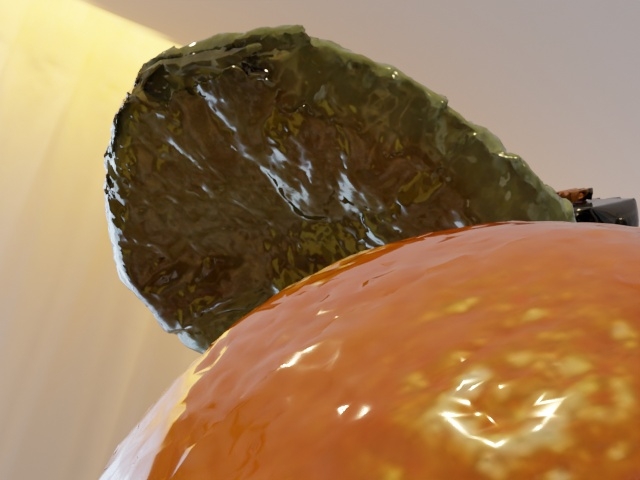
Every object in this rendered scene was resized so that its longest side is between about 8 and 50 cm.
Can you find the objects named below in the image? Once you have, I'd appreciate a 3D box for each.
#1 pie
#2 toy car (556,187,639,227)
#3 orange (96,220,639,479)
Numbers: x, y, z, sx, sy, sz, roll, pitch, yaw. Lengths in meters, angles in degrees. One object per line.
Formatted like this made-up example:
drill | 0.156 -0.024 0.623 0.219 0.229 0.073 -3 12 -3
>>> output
pie | 0.000 0.000 0.982 0.306 0.071 0.306 15 -49 19
toy car | 0.231 0.106 1.426 0.118 0.193 0.301 -4 -84 39
orange | 0.065 0.203 0.535 0.326 0.424 0.424 -10 -34 -18
